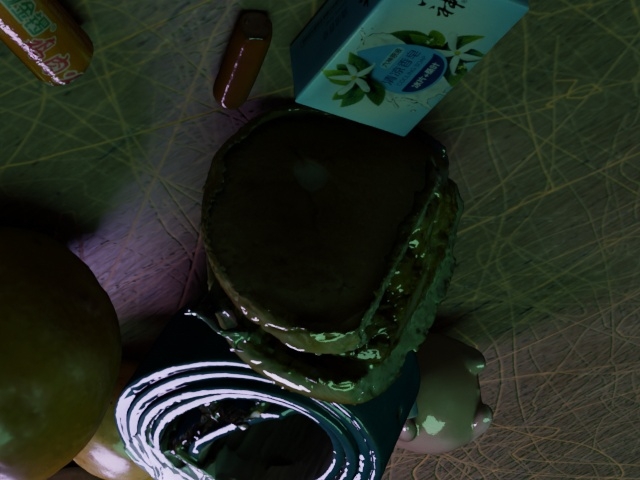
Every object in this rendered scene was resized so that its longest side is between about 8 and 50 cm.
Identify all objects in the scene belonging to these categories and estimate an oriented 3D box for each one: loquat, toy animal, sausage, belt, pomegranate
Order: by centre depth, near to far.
[{"bbox_3d":[-0.306,-0.240,1.426,0.071,0.071,0.234,-17,146,16],"label":"sausage"},{"bbox_3d":[-0.083,-0.187,1.571,0.041,0.039,0.131,4,145,-18],"label":"sausage"},{"bbox_3d":[-0.400,0.143,1.776,0.328,0.328,0.328,-4,147,-3],"label":"loquat"},{"bbox_3d":[-0.070,0.212,1.873,0.300,0.173,0.436,45,144,-18],"label":"belt"},{"bbox_3d":[0.081,0.230,2.074,0.256,0.195,0.213,-4,179,-22],"label":"toy animal"},{"bbox_3d":[-0.266,0.260,2.094,0.196,0.196,0.196,-4,147,-3],"label":"pomegranate"}]

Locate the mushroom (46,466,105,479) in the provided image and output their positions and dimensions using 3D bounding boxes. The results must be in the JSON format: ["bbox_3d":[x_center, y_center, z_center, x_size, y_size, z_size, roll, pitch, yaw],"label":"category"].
[{"bbox_3d":[-0.417,0.490,2.365,0.254,0.234,0.260,21,140,-40],"label":"mushroom"}]

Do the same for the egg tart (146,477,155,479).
[{"bbox_3d":[-0.187,0.364,2.321,0.295,0.116,0.295,-5,148,-3],"label":"egg tart"}]

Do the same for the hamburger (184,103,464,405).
[{"bbox_3d":[0.000,0.000,1.650,0.277,0.318,0.195,23,153,19],"label":"hamburger"}]

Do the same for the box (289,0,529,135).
[{"bbox_3d":[0.086,-0.216,1.516,0.143,0.083,0.232,15,142,-28],"label":"box"}]
